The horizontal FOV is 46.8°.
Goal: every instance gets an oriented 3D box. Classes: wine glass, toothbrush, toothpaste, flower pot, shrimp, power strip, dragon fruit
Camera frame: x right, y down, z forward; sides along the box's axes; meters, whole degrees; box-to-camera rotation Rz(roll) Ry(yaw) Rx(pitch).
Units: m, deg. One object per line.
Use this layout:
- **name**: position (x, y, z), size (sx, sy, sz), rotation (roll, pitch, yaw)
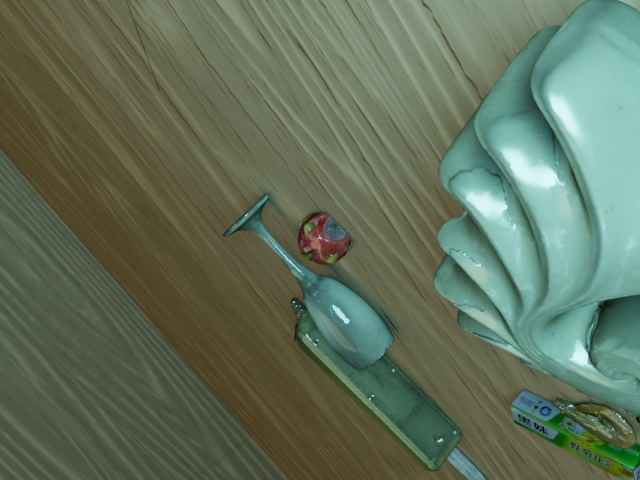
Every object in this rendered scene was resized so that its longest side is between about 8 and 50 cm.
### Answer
- **wine glass**: position (-0.047, 0.088, 1.249), size (0.309, 0.096, 0.264), rotation (47, 154, -7)
- **toothbrush**: position (0.194, 0.347, 1.373), size (0.375, 0.028, 0.037), rotation (45, 162, 1)
- **toothpaste**: position (0.338, 0.257, 0.977), size (0.178, 0.037, 0.043), rotation (23, 150, 41)
- **flower pot**: position (0.221, -0.009, 0.544), size (0.254, 0.164, 0.367), rotation (29, 158, 23)
- **shrimp**: position (0.344, 0.220, 0.927), size (0.108, 0.023, 0.059), rotation (30, 143, 31)
- **power strip**: position (0.085, 0.242, 1.297), size (0.387, 0.092, 0.066), rotation (46, 154, -1)
- **dragon fruit**: position (0.000, 0.000, 1.078), size (0.083, 0.060, 0.056), rotation (46, 160, 1)

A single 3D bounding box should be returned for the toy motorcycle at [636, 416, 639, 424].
- **toy motorcycle**: position (0.348, 0.162, 0.782), size (0.173, 0.058, 0.100), rotation (49, 163, -7)
